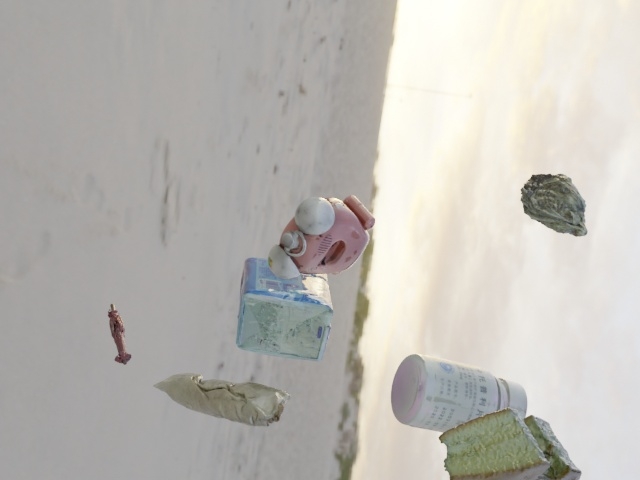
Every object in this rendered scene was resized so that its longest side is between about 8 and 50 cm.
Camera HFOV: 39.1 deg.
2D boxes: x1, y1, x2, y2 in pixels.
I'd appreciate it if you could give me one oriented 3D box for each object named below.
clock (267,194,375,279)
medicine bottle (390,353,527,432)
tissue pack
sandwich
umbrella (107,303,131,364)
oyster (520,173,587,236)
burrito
[{"bbox_3d":[0.000,0.000,1.547,0.093,0.162,0.166,51,-56,28],"label":"clock"},{"bbox_3d":[0.325,0.372,2.110,0.170,0.293,0.170,-164,-90,-71],"label":"medicine bottle"},{"bbox_3d":[-0.084,0.148,2.002,0.263,0.198,0.146,-104,-156,-75],"label":"tissue pack"},{"bbox_3d":[0.256,0.273,1.140,0.088,0.244,0.090,-44,-134,27],"label":"sandwich"},{"bbox_3d":[-0.367,0.166,1.632,0.025,0.027,0.165,-57,-144,22],"label":"umbrella"},{"bbox_3d":[0.473,-0.074,1.830,0.064,0.125,0.177,63,21,-45],"label":"oyster"},{"bbox_3d":[-0.189,0.309,1.788,0.392,0.117,0.076,-1,-87,50],"label":"burrito"}]
